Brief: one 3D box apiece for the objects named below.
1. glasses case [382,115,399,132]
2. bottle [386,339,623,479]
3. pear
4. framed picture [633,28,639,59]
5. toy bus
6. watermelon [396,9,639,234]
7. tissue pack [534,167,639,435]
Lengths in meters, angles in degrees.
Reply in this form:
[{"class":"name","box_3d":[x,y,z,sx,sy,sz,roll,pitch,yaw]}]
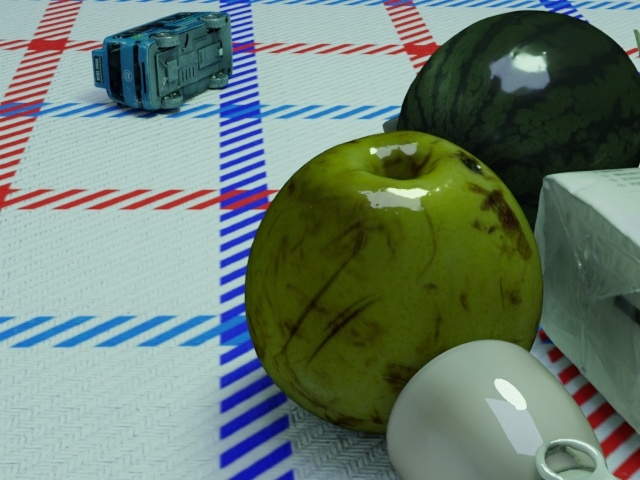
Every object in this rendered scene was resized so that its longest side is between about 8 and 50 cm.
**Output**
[{"class":"glasses case","box_3d":[0.172,-0.191,1.783,0.072,0.042,0.191,-26,2,42]},{"class":"bottle","box_3d":[0.162,0.194,0.901,0.148,0.147,0.236,-9,33,-23]},{"class":"pear","box_3d":[0.062,0.035,1.078,0.284,0.283,0.283,2,26,-1]},{"class":"framed picture","box_3d":[0.429,-0.117,1.474,0.018,0.231,0.293,-16,22,16]},{"class":"toy bus","box_3d":[-0.239,-0.287,1.888,0.134,0.113,0.246,10,25,25]},{"class":"watermelon","box_3d":[0.233,-0.125,1.402,0.279,0.278,0.359,18,32,30]},{"class":"tissue pack","box_3d":[0.416,0.043,1.168,0.357,0.193,0.266,-4,26,-16]}]
